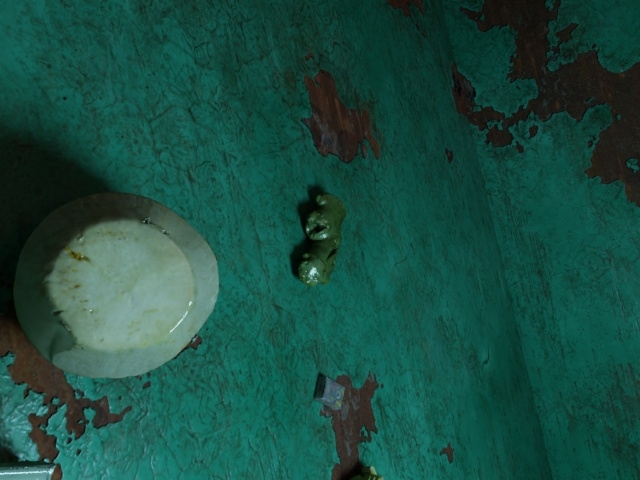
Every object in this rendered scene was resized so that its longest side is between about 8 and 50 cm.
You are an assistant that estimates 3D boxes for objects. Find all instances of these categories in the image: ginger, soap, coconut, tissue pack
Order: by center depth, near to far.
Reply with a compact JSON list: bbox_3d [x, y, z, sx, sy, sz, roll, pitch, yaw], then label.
[{"bbox_3d":[-0.479,0.330,0.727,0.198,0.115,0.063,23,61,-47],"label":"soap"},{"bbox_3d":[-0.327,0.068,0.881,0.323,0.323,0.322,21,63,-47],"label":"coconut"},{"bbox_3d":[0.025,0.397,1.411,0.083,0.035,0.063,41,49,-37],"label":"tissue pack"},{"bbox_3d":[0.000,-0.003,1.475,0.137,0.089,0.289,51,45,-56],"label":"ginger"}]

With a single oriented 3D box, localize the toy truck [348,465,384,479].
[{"bbox_3d":[0.154,0.725,1.402,0.272,0.124,0.157,65,28,-9],"label":"toy truck"}]
